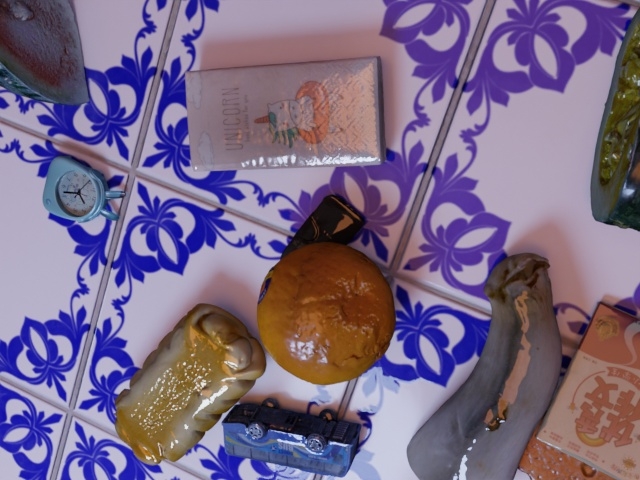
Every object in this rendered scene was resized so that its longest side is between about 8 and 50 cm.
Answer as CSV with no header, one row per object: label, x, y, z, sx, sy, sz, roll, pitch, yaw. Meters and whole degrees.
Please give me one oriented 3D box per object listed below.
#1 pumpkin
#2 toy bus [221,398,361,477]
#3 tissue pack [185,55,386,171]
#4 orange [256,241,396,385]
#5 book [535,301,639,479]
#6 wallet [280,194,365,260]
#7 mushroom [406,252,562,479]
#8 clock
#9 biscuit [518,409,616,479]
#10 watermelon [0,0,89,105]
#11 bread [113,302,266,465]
pumpkin,0.475,-0.146,0.906,0.197,0.263,0.292,11,104,11
toy bus,-0.050,0.340,1.241,0.237,0.079,0.094,7,117,16
tissue pack,-0.059,-0.200,1.157,0.326,0.071,0.170,0,100,17
orange,0.008,0.113,1.115,0.219,0.219,0.193,35,147,9
book,0.442,0.227,1.062,0.162,0.022,0.231,26,92,21
wallet,0.000,0.000,1.199,0.082,0.018,0.156,42,108,6
mushroom,0.268,0.213,1.091,0.177,0.126,0.396,35,107,38
clock,-0.427,-0.084,1.302,0.147,0.045,0.108,22,105,12
biscuit,0.462,0.344,1.086,0.334,0.047,0.201,10,93,21
watermelon,-0.492,-0.350,1.214,0.289,0.320,0.213,41,82,-24
bread,-0.234,0.254,1.255,0.173,0.121,0.311,47,108,9
